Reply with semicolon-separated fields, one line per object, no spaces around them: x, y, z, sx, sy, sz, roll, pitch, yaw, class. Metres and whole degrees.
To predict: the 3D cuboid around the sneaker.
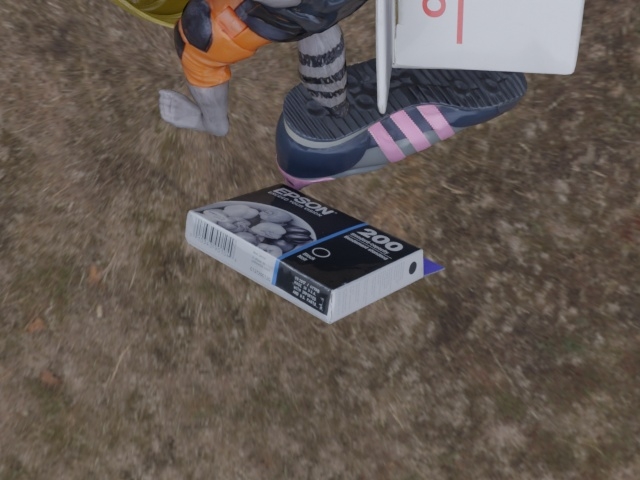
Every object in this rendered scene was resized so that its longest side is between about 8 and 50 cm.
0.088;-0.143;1.260;0.318;0.131;0.112;-14;60;-23;sneaker

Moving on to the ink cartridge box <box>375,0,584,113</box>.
0.064;-0.135;0.384;0.067;0.198;0.115;5;126;12;ink cartridge box

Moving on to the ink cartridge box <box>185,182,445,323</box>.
0.000;0.000;1.162;0.206;0.208;0.045;27;120;32;ink cartridge box

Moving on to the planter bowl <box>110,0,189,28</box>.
-0.183;-0.306;1.132;0.217;0.090;0.217;14;68;-36;planter bowl

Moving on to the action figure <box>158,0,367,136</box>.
0.020;-0.211;0.723;0.341;0.330;0.179;-38;90;-14;action figure
